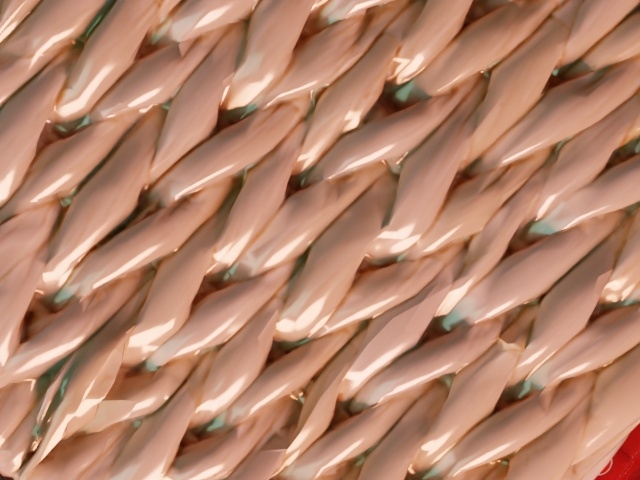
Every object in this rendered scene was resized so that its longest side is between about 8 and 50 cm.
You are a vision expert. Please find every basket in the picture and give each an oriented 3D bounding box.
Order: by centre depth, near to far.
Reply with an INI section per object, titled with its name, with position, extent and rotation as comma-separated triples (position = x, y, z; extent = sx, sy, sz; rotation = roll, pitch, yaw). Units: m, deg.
[basket]
position = 0.006, -0.093, 0.574
extent = 0.266, 0.331, 0.328
rotation = 43, -171, -13

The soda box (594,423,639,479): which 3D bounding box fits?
[soda box]
position = 0.136, 0.132, 0.980
extent = 0.092, 0.083, 0.263
rotation = 38, 169, 20
